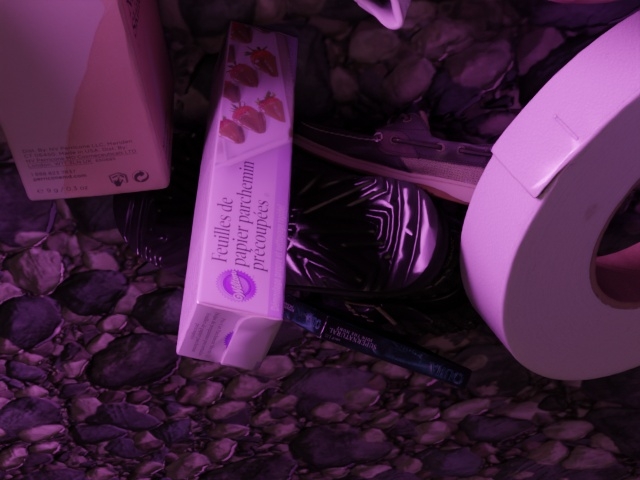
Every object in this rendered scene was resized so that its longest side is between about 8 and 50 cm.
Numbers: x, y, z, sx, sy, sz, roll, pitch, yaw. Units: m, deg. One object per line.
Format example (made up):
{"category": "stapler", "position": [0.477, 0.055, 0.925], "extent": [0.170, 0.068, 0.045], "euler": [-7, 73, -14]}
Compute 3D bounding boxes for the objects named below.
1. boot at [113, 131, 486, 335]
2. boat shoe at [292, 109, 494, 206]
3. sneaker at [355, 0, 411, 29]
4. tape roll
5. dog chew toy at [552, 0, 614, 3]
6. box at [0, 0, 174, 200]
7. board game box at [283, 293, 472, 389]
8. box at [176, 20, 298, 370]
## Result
{"category": "boot", "position": [0.000, 0.004, 1.144], "extent": [0.348, 0.131, 0.260], "euler": [14, 177, 24]}
{"category": "boat shoe", "position": [0.085, -0.083, 1.091], "extent": [0.224, 0.080, 0.073], "euler": [16, 95, 3]}
{"category": "sneaker", "position": [0.001, -0.239, 0.889], "extent": [0.080, 0.094, 0.212], "euler": [-32, 130, 32]}
{"category": "tape roll", "position": [0.299, -0.039, 1.030], "extent": [0.392, 0.072, 0.392], "euler": [-19, 138, -18]}
{"category": "dog chew toy", "position": [0.100, -0.273, 0.788], "extent": [0.332, 0.206, 0.206], "euler": [9, 138, 0]}
{"category": "box", "position": [-0.197, -0.189, 0.901], "extent": [0.121, 0.148, 0.311], "euler": [-5, 140, 2]}
{"category": "board game box", "position": [0.056, 0.109, 1.279], "extent": [0.186, 0.126, 0.026], "euler": [22, 89, -25]}
{"category": "box", "position": [-0.061, -0.048, 0.931], "extent": [0.063, 0.324, 0.067], "euler": [13, 134, -12]}
